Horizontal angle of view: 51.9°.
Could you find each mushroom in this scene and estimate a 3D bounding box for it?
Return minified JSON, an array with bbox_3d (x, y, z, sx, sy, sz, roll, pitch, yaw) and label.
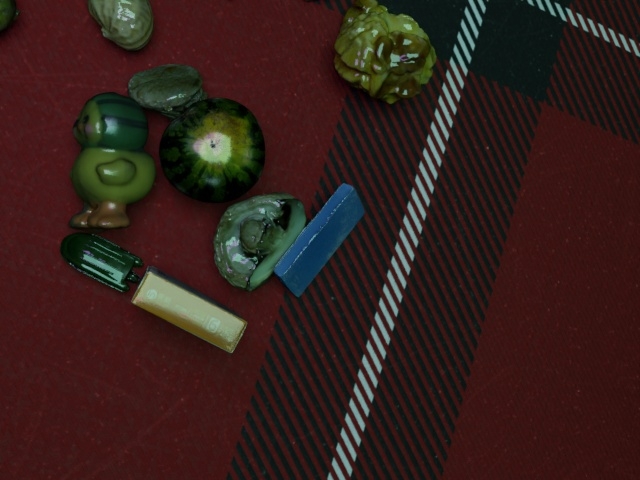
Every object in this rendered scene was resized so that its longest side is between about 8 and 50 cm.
[{"bbox_3d":[-0.166,-0.018,1.697,0.164,0.189,0.267,29,110,23],"label":"mushroom"}]

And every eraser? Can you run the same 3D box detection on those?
[{"bbox_3d":[0.000,0.000,1.764,0.042,0.144,0.312,32,77,30],"label":"eraser"}]

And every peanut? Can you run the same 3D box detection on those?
[{"bbox_3d":[-0.521,-0.631,1.647,0.153,0.140,0.325,-27,93,2],"label":"peanut"}]

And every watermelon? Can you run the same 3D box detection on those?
[{"bbox_3d":[-0.263,-0.222,1.641,0.269,0.269,0.269,1,87,-16],"label":"watermelon"}]

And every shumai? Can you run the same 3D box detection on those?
[{"bbox_3d":[-0.385,-0.369,1.683,0.201,0.201,0.120,-20,134,-16],"label":"shumai"}]

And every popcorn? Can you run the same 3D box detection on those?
[{"bbox_3d":[0.155,-0.515,1.797,0.265,0.225,0.332,-22,72,-27],"label":"popcorn"}]

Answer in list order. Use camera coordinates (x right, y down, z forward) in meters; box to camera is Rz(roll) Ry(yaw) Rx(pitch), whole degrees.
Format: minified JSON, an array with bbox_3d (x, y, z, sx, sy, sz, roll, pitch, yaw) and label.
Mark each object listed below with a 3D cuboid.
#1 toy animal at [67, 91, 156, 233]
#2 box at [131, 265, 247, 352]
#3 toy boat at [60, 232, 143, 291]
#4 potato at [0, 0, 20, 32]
[{"bbox_3d":[-0.502,-0.187,1.604,0.191,0.216,0.338,3,88,-43],"label":"toy animal"},{"bbox_3d":[-0.325,0.164,1.619,0.273,0.221,0.091,30,84,-10],"label":"box"},{"bbox_3d":[-0.548,0.049,1.647,0.210,0.052,0.104,28,65,-12],"label":"toy boat"},{"bbox_3d":[-0.842,-0.617,1.558,0.176,0.141,0.298,-34,88,-18],"label":"potato"}]
